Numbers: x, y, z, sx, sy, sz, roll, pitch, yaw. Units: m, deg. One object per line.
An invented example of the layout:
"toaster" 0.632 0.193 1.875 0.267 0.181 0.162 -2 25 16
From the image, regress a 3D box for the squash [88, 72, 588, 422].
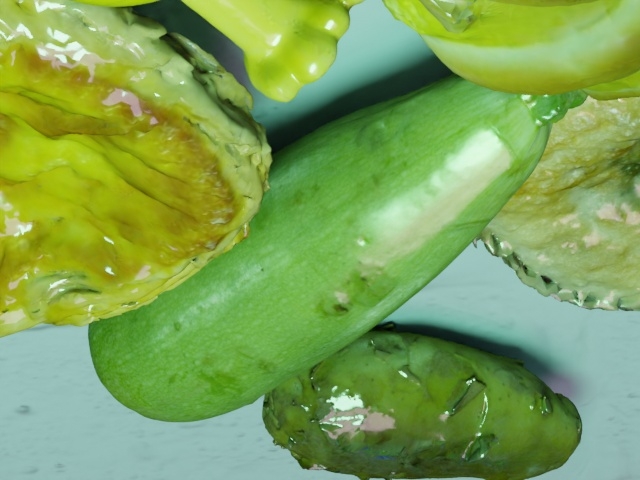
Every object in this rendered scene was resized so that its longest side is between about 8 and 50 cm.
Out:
"squash" -0.003 0.005 0.987 0.118 0.118 0.370 23 143 -35

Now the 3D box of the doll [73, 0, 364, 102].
"doll" -0.102 -0.202 0.685 0.363 0.145 0.199 40 87 -36

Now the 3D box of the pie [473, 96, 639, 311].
"pie" 0.209 -0.042 1.015 0.274 0.055 0.274 -3 146 -2

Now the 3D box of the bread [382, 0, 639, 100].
"bread" 0.169 -0.176 0.665 0.333 0.160 0.333 -16 144 -12

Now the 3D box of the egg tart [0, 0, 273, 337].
"egg tart" -0.170 -0.058 0.893 0.294 0.116 0.295 -2 148 -1

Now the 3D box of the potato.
"potato" 0.069 0.114 1.202 0.225 0.090 0.117 8 145 -17
